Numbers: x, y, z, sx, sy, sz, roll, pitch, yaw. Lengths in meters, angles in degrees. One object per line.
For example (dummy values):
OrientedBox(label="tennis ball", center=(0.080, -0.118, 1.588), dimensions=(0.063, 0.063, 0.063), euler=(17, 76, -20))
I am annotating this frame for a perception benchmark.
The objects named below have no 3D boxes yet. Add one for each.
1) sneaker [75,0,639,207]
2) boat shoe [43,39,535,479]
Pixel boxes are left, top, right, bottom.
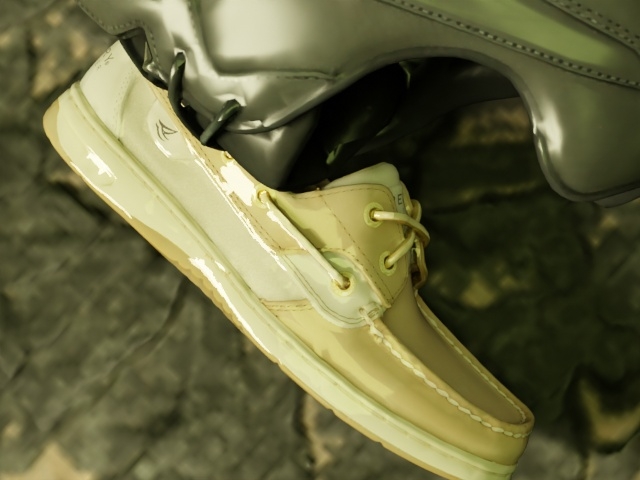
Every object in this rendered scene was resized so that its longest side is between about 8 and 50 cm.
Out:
OrientedBox(label="sneaker", center=(-0.028, -0.084, 0.486), dimensions=(0.286, 0.109, 0.130), euler=(15, 96, 27))
OrientedBox(label="boat shoe", center=(0.000, 0.000, 0.541), dimensions=(0.170, 0.063, 0.059), euler=(41, 101, 3))
